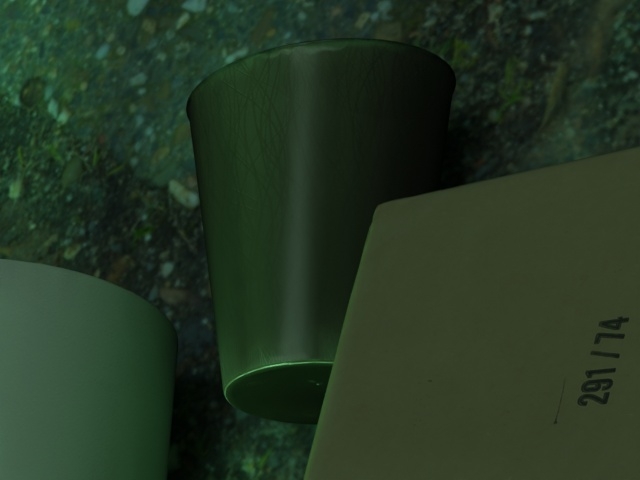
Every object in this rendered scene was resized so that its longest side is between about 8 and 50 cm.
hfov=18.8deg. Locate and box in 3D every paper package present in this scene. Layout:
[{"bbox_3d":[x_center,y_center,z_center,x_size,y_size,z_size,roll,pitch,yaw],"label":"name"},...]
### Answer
[{"bbox_3d":[0.159,0.116,1.049,0.309,0.168,0.325,-11,42,27],"label":"paper package"}]

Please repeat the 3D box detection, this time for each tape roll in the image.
[{"bbox_3d":[-0.227,0.138,1.358,0.246,0.246,0.169,-14,58,30],"label":"tape roll"}]

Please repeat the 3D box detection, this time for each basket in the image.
[{"bbox_3d":[0.000,0.000,1.333,0.204,0.154,0.227,-14,63,28],"label":"basket"}]
